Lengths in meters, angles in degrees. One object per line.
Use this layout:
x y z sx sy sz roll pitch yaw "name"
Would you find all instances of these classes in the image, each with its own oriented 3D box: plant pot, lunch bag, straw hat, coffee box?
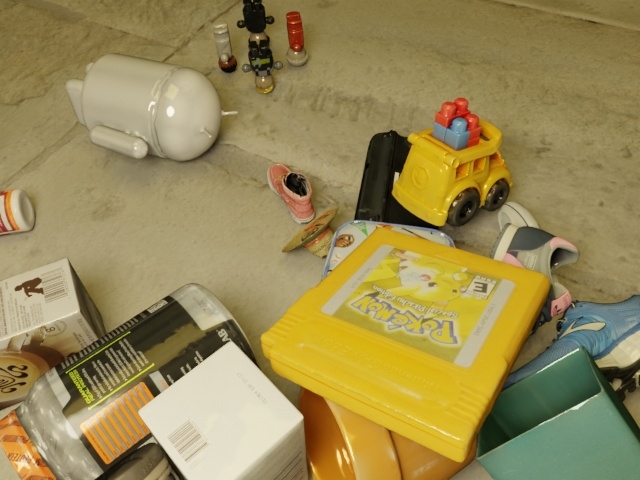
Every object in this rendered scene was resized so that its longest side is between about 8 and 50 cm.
0.093 0.265 0.732 0.188 0.205 0.205 -11 50 -21 "plant pot"
0.117 0.107 0.914 0.243 0.115 0.303 9 50 5 "lunch bag"
0.000 0.000 1.029 0.144 0.144 0.061 -44 102 -30 "straw hat"
0.334 0.292 0.678 0.166 0.165 0.234 -37 84 19 "plant pot"
-0.497 0.166 0.835 0.297 0.168 0.119 -21 53 -15 "coffee box"

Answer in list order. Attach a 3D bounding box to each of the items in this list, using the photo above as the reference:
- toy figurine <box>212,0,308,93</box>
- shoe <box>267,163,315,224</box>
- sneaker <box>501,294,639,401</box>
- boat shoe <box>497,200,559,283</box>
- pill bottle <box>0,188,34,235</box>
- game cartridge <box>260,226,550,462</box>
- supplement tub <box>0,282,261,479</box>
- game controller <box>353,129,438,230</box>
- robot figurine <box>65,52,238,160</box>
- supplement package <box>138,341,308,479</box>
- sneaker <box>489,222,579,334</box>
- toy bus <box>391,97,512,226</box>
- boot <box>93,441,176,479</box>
-0.156 -0.499 1.410 0.213 0.148 0.209 29 62 20 "toy figurine"
-0.062 -0.119 1.122 0.063 0.081 0.178 -20 53 -16 "shoe"
0.409 0.182 0.856 0.330 0.130 0.147 -21 30 -8 "sneaker"
0.360 0.020 0.999 0.076 0.083 0.226 -7 51 -7 "boat shoe"
-0.651 -0.048 1.067 0.152 0.086 0.086 -10 51 -8 "pill bottle"
0.120 0.104 0.734 0.285 0.052 0.324 18 36 29 "game cartridge"
-0.258 0.217 0.772 0.316 0.193 0.193 -33 57 -25 "supplement tub"
0.167 -0.109 1.136 0.166 0.067 0.319 17 51 -4 "game controller"
-0.365 -0.288 1.190 0.353 0.200 0.300 15 53 13 "robot figurine"
-0.109 0.269 0.692 0.134 0.244 0.139 -35 57 -26 "supplement package"
0.311 0.105 0.846 0.131 0.112 0.319 13 58 26 "sneaker"
0.259 -0.158 1.006 0.220 0.211 0.149 -20 42 -30 "toy bus"
-0.224 0.429 0.599 0.377 0.138 0.284 -42 89 13 "boot"
